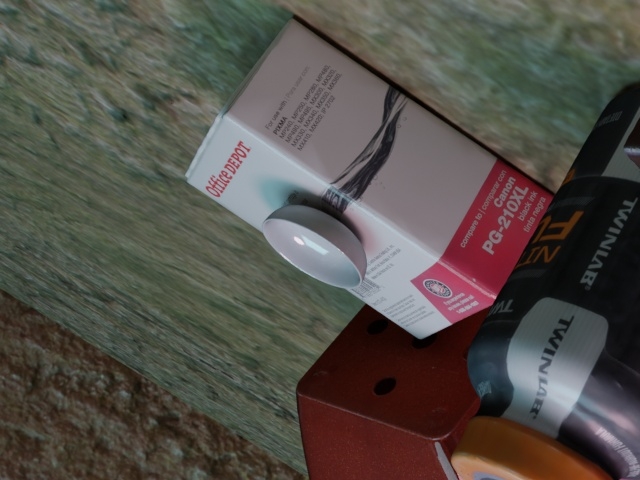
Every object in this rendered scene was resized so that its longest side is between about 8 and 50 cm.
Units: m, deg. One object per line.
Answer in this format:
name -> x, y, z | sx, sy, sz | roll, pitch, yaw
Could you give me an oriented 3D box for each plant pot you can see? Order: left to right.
plant pot -> 0.134, 0.167, 1.067 | 0.267, 0.267, 0.236 | 11, 141, 48

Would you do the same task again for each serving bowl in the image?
serving bowl -> 0.000, 0.000, 0.871 | 0.083, 0.027, 0.083 | 28, 159, 12

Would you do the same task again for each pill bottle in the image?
pill bottle -> 0.168, 0.043, 0.685 | 0.130, 0.246, 0.130 | 29, 161, 11

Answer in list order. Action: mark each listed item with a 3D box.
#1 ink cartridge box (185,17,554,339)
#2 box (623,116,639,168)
ink cartridge box -> 0.030, -0.039, 0.927 | 0.237, 0.100, 0.172 | 34, 160, -5
box -> 0.262, -0.032, 0.465 | 0.203, 0.168, 0.167 | 45, 159, -31
